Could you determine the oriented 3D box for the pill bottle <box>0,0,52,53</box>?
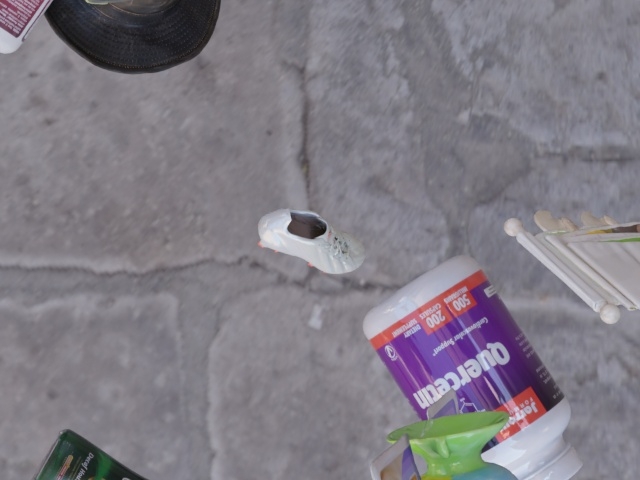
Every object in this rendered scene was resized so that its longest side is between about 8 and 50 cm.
[{"bbox_3d":[-0.405,-0.315,1.728,0.121,0.121,0.221,36,91,-3],"label":"pill bottle"}]

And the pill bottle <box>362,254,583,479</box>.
[{"bbox_3d":[0.209,0.192,1.824,0.181,0.181,0.323,-35,84,21],"label":"pill bottle"}]

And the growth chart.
[{"bbox_3d":[0.288,0.023,1.170,0.237,0.172,0.021,2,120,-24],"label":"growth chart"}]

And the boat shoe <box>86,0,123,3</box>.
[{"bbox_3d":[-0.188,-0.327,1.586,0.109,0.305,0.091,-44,75,35],"label":"boat shoe"}]

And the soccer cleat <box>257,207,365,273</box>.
[{"bbox_3d":[0.000,0.000,1.892,0.196,0.068,0.076,16,148,-41],"label":"soccer cleat"}]

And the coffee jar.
[{"bbox_3d":[-0.231,0.294,1.529,0.184,0.096,0.079,30,152,-7],"label":"coffee jar"}]

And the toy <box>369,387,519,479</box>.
[{"bbox_3d":[0.077,0.171,0.455,0.056,0.137,0.237,-16,89,15],"label":"toy"}]

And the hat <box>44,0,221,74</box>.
[{"bbox_3d":[-0.251,-0.404,1.884,0.331,0.331,0.134,50,147,-9],"label":"hat"}]
